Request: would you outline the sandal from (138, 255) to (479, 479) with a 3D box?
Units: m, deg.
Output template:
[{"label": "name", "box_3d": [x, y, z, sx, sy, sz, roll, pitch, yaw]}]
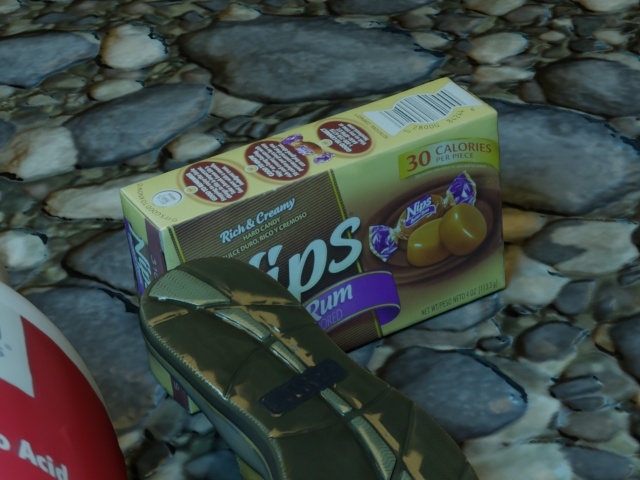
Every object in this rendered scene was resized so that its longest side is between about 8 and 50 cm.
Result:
[{"label": "sandal", "box_3d": [-0.006, 0.095, 0.794, 0.090, 0.060, 0.219, -27, 55, -32]}]

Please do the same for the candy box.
[{"label": "candy box", "box_3d": [0.000, 0.000, 0.908, 0.187, 0.109, 0.053, -21, 35, -23]}]

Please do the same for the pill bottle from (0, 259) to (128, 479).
[{"label": "pill bottle", "box_3d": [-0.165, 0.141, 0.597, 0.229, 0.229, 0.407, -12, 33, -9]}]
